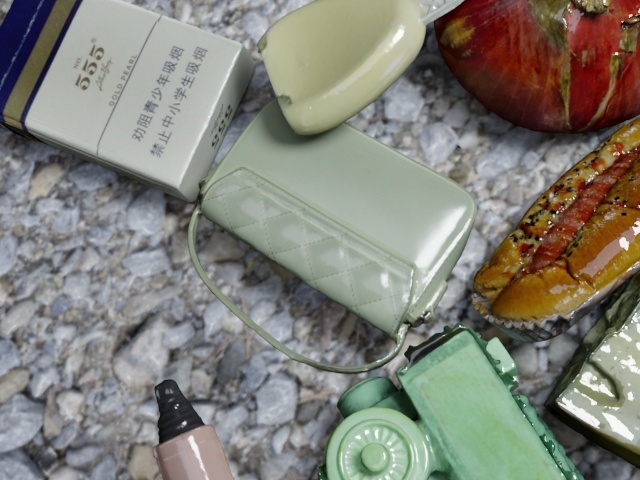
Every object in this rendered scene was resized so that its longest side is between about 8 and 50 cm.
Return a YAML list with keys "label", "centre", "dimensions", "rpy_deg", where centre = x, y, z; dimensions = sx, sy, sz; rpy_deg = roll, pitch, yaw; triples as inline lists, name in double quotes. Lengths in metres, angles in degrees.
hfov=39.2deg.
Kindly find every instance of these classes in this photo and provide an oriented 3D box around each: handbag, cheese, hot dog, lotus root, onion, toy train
- label: "handbag"
  centre: [0.000, 0.000, 0.842]
  dimensions: [0.256, 0.079, 0.219]
  rpy_deg: [32, 74, 14]
- label: "cheese"
  centre: [0.065, -0.195, 0.801]
  dimensions: [0.251, 0.054, 0.127]
  rpy_deg: [-29, 60, 15]
- label: "hot dog"
  centre: [0.248, -0.016, 0.797]
  dimensions: [0.268, 0.144, 0.075]
  rpy_deg: [-44, 113, -7]
- label: "lotus root"
  centre: [0.303, 0.083, 0.760]
  dimensions: [0.119, 0.138, 0.235]
  rpy_deg: [41, 97, 7]
- label: "onion"
  centre: [0.229, -0.219, 0.830]
  dimensions: [0.248, 0.161, 0.248]
  rpy_deg: [-1, 60, 2]
- label: "toy train"
  centre: [0.122, 0.216, 0.747]
  dimensions: [0.188, 0.159, 0.272]
  rpy_deg: [-32, 62, 1]

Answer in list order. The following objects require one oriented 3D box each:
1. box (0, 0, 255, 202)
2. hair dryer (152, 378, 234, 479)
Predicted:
- label: "box"
  centre: [-0.217, -0.161, 0.927]
  dimensions: [0.259, 0.071, 0.168]
  rpy_deg: [22, 83, 13]
- label: "hair dryer"
  centre: [-0.050, 0.266, 0.708]
  dimensions: [0.189, 0.107, 0.344]
  rpy_deg: [-21, 82, -8]
